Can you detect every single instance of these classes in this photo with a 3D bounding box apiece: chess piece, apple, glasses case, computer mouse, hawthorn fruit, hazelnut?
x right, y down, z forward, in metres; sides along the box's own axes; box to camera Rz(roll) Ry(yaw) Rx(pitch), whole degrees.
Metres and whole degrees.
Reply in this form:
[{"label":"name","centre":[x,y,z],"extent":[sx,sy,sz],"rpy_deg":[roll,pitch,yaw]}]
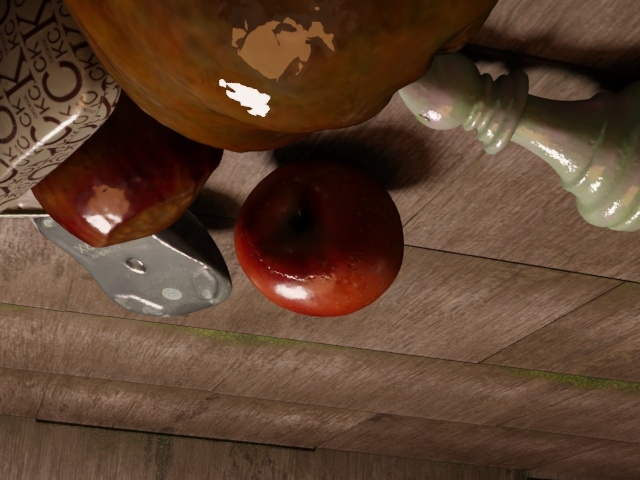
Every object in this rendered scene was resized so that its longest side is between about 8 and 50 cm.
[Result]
[{"label":"chess piece","centre":[0.181,-0.111,0.982],"extent":[0.271,0.139,0.139],"rpy_deg":[19,157,-7]},{"label":"apple","centre":[0.000,0.000,1.193],"extent":[0.181,0.181,0.168],"rpy_deg":[-1,160,11]},{"label":"glasses case","centre":[-0.288,-0.112,0.961],"extent":[0.085,0.137,0.354],"rpy_deg":[-17,171,-46]},{"label":"computer mouse","centre":[-0.240,-0.030,1.290],"extent":[0.167,0.090,0.379],"rpy_deg":[-16,138,27]},{"label":"hawthorn fruit","centre":[-0.037,-0.203,0.565],"extent":[0.267,0.301,0.268],"rpy_deg":[-33,-175,3]},{"label":"hazelnut","centre":[-0.188,-0.087,1.056],"extent":[0.201,0.160,0.170],"rpy_deg":[-42,160,9]}]

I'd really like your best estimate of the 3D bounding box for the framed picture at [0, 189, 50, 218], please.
[{"label":"framed picture","centre":[-0.427,-0.091,1.135],"extent":[0.289,0.016,0.213],"rpy_deg":[-1,143,0]}]
